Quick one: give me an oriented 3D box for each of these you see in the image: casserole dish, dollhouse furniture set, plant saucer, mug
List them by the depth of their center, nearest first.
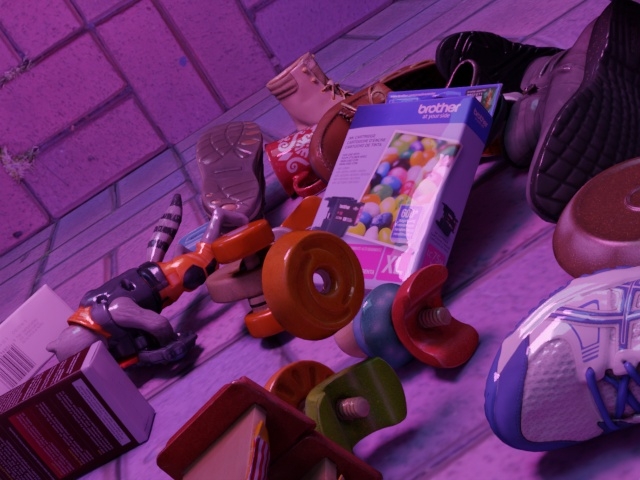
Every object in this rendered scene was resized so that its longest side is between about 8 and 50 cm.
[{"bbox_3d":[-0.126,0.301,0.625,0.374,0.152,0.201,-45,15,17],"label":"dollhouse furniture set"},{"bbox_3d":[0.317,-0.030,0.803,0.199,0.036,0.198,-21,31,13],"label":"plant saucer"},{"bbox_3d":[-0.002,-0.156,1.620,0.169,0.150,0.113,-26,-18,6],"label":"mug"},{"bbox_3d":[-0.218,-0.008,1.651,0.189,0.037,0.114,-29,19,12],"label":"casserole dish"}]

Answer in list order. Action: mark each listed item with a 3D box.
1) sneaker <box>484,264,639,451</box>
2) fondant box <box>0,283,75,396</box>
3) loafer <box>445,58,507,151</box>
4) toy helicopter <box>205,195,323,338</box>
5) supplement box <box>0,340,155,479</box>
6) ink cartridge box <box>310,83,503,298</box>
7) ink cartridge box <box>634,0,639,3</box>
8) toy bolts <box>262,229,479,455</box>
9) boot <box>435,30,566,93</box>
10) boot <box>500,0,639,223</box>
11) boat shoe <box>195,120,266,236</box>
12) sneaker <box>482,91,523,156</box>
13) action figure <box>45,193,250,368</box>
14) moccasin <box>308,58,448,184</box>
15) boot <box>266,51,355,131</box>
[{"bbox_3d":[0.255,0.073,0.583,0.297,0.111,0.131,-31,19,7],"label":"sneaker"},{"bbox_3d":[-0.551,0.235,1.359,0.330,0.096,0.238,-35,13,41],"label":"fondant box"},{"bbox_3d":[0.150,-0.110,1.113,0.109,0.095,0.302,11,61,39],"label":"loafer"},{"bbox_3d":[0.000,0.000,1.206,0.355,0.140,0.235,-26,8,-15],"label":"toy helicopter"},{"bbox_3d":[-0.352,0.246,1.082,0.240,0.130,0.073,-29,19,8],"label":"supplement box"},{"bbox_3d":[0.095,-0.071,1.031,0.186,0.065,0.311,4,64,43],"label":"ink cartridge box"},{"bbox_3d":[0.436,-0.381,1.005,0.279,0.385,0.160,-62,-4,-55],"label":"ink cartridge box"},{"bbox_3d":[0.014,0.089,0.823,0.229,0.218,0.159,-24,3,-39],"label":"toy bolts"},{"bbox_3d":[0.269,-0.288,1.375,0.247,0.094,0.207,1,11,-17],"label":"boot"},{"bbox_3d":[0.300,-0.130,1.042,0.338,0.118,0.223,-58,10,-25],"label":"boot"},{"bbox_3d":[-0.169,-0.107,1.591,0.133,0.130,0.355,-4,36,1],"label":"boat shoe"},{"bbox_3d":[0.204,-0.157,1.290,0.263,0.099,0.121,-15,17,24],"label":"sneaker"},{"bbox_3d":[-0.295,0.090,1.312,0.341,0.178,0.330,-16,23,47],"label":"action figure"},{"bbox_3d":[0.121,-0.222,1.522,0.380,0.139,0.147,-35,8,-36],"label":"moccasin"},{"bbox_3d":[0.037,-0.303,1.721,0.262,0.203,0.095,-23,22,30],"label":"boot"}]
